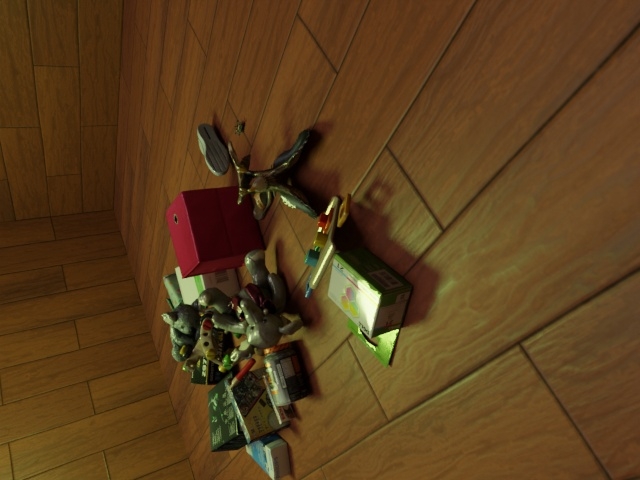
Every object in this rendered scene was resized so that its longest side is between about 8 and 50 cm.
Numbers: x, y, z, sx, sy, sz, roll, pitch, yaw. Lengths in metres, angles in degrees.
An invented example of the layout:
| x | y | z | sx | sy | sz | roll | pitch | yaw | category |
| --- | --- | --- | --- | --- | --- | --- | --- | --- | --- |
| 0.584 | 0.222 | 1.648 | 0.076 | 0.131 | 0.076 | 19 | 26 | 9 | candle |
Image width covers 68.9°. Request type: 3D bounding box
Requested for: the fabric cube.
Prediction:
| x | y | z | sx | sy | sz | roll | pitch | yaw | category |
| --- | --- | --- | --- | --- | --- | --- | --- | --- | --- |
| -0.393 | -0.030 | 1.717 | 0.254 | 0.259 | 0.258 | -29 | 74 | 56 | fabric cube |

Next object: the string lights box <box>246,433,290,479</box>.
| x | y | z | sx | sy | sz | roll | pitch | yaw | category |
| --- | --- | --- | --- | --- | --- | --- | --- | --- | --- |
| -0.220 | 0.831 | 1.871 | 0.260 | 0.077 | 0.133 | 7 | 105 | 57 | string lights box |

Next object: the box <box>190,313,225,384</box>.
| x | y | z | sx | sy | sz | roll | pitch | yaw | category |
| --- | --- | --- | --- | --- | --- | --- | --- | --- | --- |
| -0.521 | 0.503 | 2.166 | 0.257 | 0.079 | 0.321 | -23 | 61 | 56 | box |

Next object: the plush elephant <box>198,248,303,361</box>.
| x | y | z | sx | sy | sz | roll | pitch | yaw | category |
| --- | --- | --- | --- | --- | --- | --- | --- | --- | --- |
| -0.208 | 0.242 | 1.506 | 0.330 | 0.272 | 0.255 | 59 | 172 | -17 | plush elephant |

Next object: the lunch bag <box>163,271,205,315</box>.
| x | y | z | sx | sy | sz | roll | pitch | yaw | category |
| --- | --- | --- | --- | --- | --- | --- | --- | --- | --- |
| -0.682 | 0.310 | 2.375 | 0.223 | 0.160 | 0.262 | 47 | 147 | 36 | lunch bag |

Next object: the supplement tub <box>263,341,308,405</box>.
| x | y | z | sx | sy | sz | roll | pitch | yaw | category |
| --- | --- | --- | --- | --- | --- | --- | --- | --- | --- |
| -0.121 | 0.444 | 1.562 | 0.117 | 0.117 | 0.190 | -36 | 68 | 55 | supplement tub |

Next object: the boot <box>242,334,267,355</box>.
| x | y | z | sx | sy | sz | roll | pitch | yaw | category |
| --- | --- | --- | --- | --- | --- | --- | --- | --- | --- |
| -0.234 | 0.316 | 1.760 | 0.197 | 0.073 | 0.152 | 43 | 126 | 44 | boot |

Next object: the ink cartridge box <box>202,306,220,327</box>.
| x | y | z | sx | sy | sz | roll | pitch | yaw | category |
| --- | --- | --- | --- | --- | --- | --- | --- | --- | --- |
| -0.412 | 0.321 | 1.984 | 0.198 | 0.115 | 0.067 | -3 | 97 | 59 | ink cartridge box |

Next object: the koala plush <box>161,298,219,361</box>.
| x | y | z | sx | sy | sz | roll | pitch | yaw | category |
| --- | --- | --- | --- | --- | --- | --- | --- | --- | --- |
| -0.542 | 0.334 | 1.890 | 0.203 | 0.196 | 0.221 | 51 | 154 | 37 | koala plush |

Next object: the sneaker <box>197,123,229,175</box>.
| x | y | z | sx | sy | sz | roll | pitch | yaw | category |
| --- | --- | --- | --- | --- | --- | --- | --- | --- | --- |
| -0.418 | -0.345 | 1.841 | 0.091 | 0.094 | 0.258 | 98 | 152 | -59 | sneaker |

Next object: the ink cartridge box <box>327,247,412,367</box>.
| x | y | z | sx | sy | sz | roll | pitch | yaw | category |
| --- | --- | --- | --- | --- | --- | --- | --- | --- | --- |
| 0.104 | 0.175 | 1.147 | 0.189 | 0.097 | 0.255 | 41 | 131 | 45 | ink cartridge box |

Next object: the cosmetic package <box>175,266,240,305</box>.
| x | y | z | sx | sy | sz | roll | pitch | yaw | category |
| --- | --- | --- | --- | --- | --- | --- | --- | --- | --- |
| -0.500 | 0.171 | 2.045 | 0.365 | 0.155 | 0.196 | -21 | 84 | 57 | cosmetic package |

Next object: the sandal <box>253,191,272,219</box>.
| x | y | z | sx | sy | sz | roll | pitch | yaw | category |
| --- | --- | --- | --- | --- | --- | --- | --- | --- | --- |
| -0.206 | -0.134 | 1.587 | 0.072 | 0.049 | 0.180 | 61 | 144 | 27 | sandal |

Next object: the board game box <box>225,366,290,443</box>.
| x | y | z | sx | sy | sz | roll | pitch | yaw | category |
| --- | --- | --- | --- | --- | --- | --- | --- | --- | --- |
| -0.239 | 0.612 | 1.753 | 0.243 | 0.165 | 0.042 | 60 | 143 | 29 | board game box |

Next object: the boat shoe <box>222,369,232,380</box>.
| x | y | z | sx | sy | sz | roll | pitch | yaw | category |
| --- | --- | --- | --- | --- | --- | --- | --- | --- | --- |
| -0.424 | 0.713 | 2.106 | 0.355 | 0.130 | 0.132 | 46 | 135 | 41 | boat shoe |

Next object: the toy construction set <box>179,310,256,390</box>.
| x | y | z | sx | sy | sz | roll | pitch | yaw | category |
| --- | --- | --- | --- | --- | --- | --- | --- | --- | --- |
| -0.390 | 0.448 | 1.764 | 0.237 | 0.257 | 0.309 | -51 | 39 | 1 | toy construction set |

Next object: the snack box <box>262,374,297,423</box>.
| x | y | z | sx | sy | sz | roll | pitch | yaw | category |
| --- | --- | --- | --- | --- | --- | --- | --- | --- | --- |
| -0.149 | 0.567 | 1.692 | 0.178 | 0.064 | 0.022 | 64 | 147 | 23 | snack box |

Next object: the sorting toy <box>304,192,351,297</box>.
| x | y | z | sx | sy | sz | roll | pitch | yaw | category |
| --- | --- | --- | --- | --- | --- | --- | --- | --- | --- |
| 0.000 | 0.000 | 1.227 | 0.196 | 0.047 | 0.347 | -84 | 14 | -46 | sorting toy |

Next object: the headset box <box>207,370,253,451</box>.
| x | y | z | sx | sy | sz | roll | pitch | yaw | category |
| --- | --- | --- | --- | --- | --- | --- | --- | --- | --- |
| -0.347 | 0.694 | 1.884 | 0.283 | 0.131 | 0.246 | -46 | 45 | 40 | headset box |

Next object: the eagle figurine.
| x | y | z | sx | sy | sz | roll | pitch | yaw | category |
| --- | --- | --- | --- | --- | --- | --- | --- | --- | --- |
| -0.123 | -0.179 | 1.359 | 0.298 | 0.225 | 0.226 | -2 | 143 | 29 | eagle figurine |

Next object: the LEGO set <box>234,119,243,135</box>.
| x | y | z | sx | sy | sz | roll | pitch | yaw | category |
| --- | --- | --- | --- | --- | --- | --- | --- | --- | --- |
| -0.289 | -0.404 | 1.670 | 0.083 | 0.023 | 0.054 | -137 | 47 | -62 | LEGO set |
